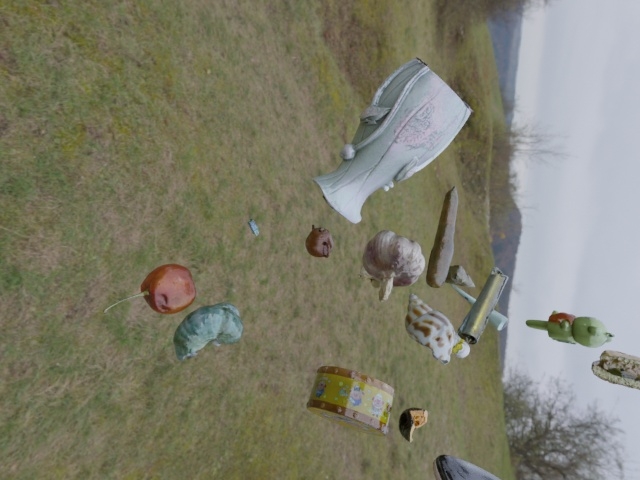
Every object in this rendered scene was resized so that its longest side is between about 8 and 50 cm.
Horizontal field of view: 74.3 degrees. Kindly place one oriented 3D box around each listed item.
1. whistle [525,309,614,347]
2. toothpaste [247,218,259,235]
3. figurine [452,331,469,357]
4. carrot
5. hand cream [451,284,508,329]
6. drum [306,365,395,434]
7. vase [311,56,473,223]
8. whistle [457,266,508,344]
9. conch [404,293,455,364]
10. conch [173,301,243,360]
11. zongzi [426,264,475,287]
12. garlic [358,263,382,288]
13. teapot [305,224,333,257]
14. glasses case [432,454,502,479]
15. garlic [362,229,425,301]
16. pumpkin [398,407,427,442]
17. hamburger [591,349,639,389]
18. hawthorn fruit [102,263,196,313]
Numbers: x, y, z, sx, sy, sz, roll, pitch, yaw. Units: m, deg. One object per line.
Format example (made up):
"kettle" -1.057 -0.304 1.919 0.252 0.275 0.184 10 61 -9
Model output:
"whistle" 0.874 0.310 1.492 0.131 0.288 0.106 25 76 -33
"toothpaste" -0.231 -0.045 1.465 0.020 0.017 0.083 -49 158 -18
"figurine" 0.541 0.407 1.707 0.109 0.130 0.178 -51 137 10
"carrot" 0.394 -0.015 1.336 0.070 0.070 0.343 48 55 -61
"hand cream" 0.730 0.297 1.967 0.067 0.320 0.109 -49 136 4
"drum" 0.150 0.801 2.113 0.431 0.430 0.214 63 41 -53
"vase" 0.176 -0.257 1.165 0.445 0.250 0.250 -46 166 18
"whistle" 0.547 0.208 1.401 0.068 0.057 0.326 46 56 -4
"conch" 0.401 0.321 1.575 0.149 0.275 0.183 -47 142 -3
"conch" -0.376 0.308 1.481 0.220 0.195 0.277 -49 -177 39
"zongzi" 0.623 0.183 2.029 0.178 0.188 0.081 38 62 -35
"garlic" 0.378 0.188 2.612 0.281 0.203 0.185 44 52 -38
"teapot" 0.000 0.000 1.612 0.173 0.116 0.116 -127 -160 -51
"glasses case" 0.409 0.641 1.066 0.075 0.314 0.122 -52 -161 16
"garlic" 0.259 0.115 1.592 0.253 0.244 0.245 -64 151 -31
"pumpkin" 0.432 0.874 2.037 0.183 0.107 0.119 -18 119 -50
"hamburger" 1.231 0.517 1.687 0.131 0.261 0.124 -12 111 -65
"hawthorn fruit" -0.510 0.153 1.269 0.285 0.165 0.166 2 95 -57
